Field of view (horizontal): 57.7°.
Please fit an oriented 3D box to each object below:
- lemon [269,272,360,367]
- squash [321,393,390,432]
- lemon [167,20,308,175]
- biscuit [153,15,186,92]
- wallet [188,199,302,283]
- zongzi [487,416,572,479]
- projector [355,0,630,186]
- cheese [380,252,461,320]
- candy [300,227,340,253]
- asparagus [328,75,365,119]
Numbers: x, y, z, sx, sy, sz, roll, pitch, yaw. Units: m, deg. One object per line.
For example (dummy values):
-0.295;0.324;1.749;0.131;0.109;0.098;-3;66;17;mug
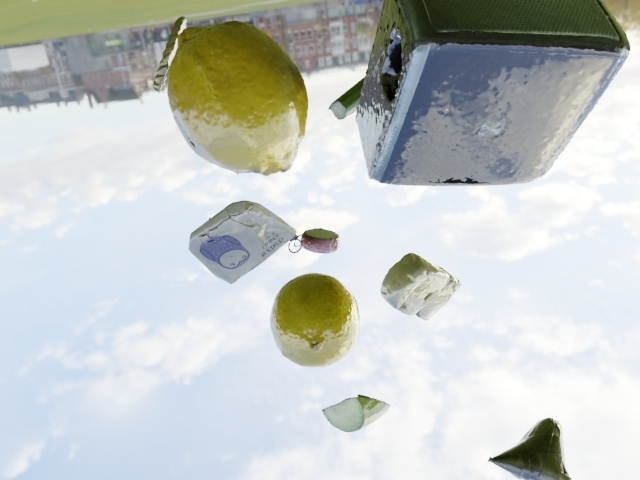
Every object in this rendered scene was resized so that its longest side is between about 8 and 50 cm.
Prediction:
-0.010;0.152;1.137;0.179;0.178;0.203;-7;-153;4;lemon
0.127;0.551;1.794;0.184;0.085;0.192;21;143;-30;squash
-0.124;-0.214;0.889;0.204;0.260;0.204;-34;-174;4;lemon
-0.489;-0.636;1.909;0.036;0.187;0.273;21;-121;-17;biscuit
-0.250;0.005;1.847;0.335;0.275;0.068;-34;-144;19;wallet
0.612;0.609;1.734;0.242;0.112;0.221;21;-138;0;zongzi
0.308;-0.307;1.151;0.405;0.395;0.242;-2;-125;-11;projector
0.270;0.128;1.593;0.263;0.159;0.093;24;-165;-48;cheese
0.000;0.000;1.493;0.103;0.043;0.103;3;-162;-1;candy
0.142;-0.413;1.508;0.278;0.060;0.067;-40;-117;3;asparagus
